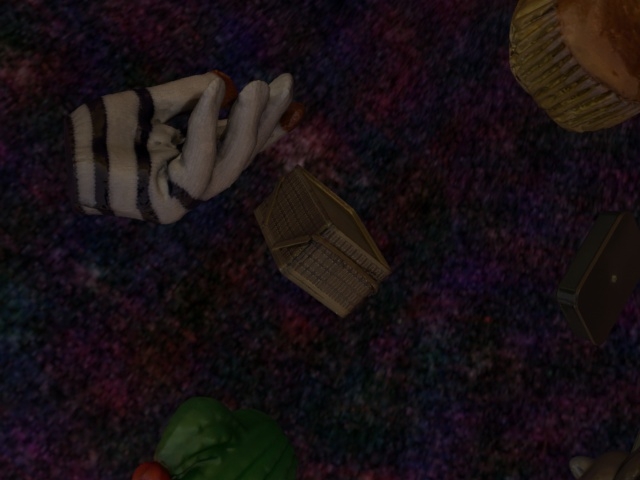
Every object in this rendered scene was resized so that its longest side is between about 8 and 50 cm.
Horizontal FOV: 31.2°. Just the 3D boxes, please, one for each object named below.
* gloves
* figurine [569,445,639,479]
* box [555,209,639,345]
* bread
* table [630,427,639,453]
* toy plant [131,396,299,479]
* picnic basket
[{"bbox_3d":[-0.120,-0.086,1.049,0.219,0.140,0.131,-5,103,-16],"label":"gloves"},{"bbox_3d":[0.325,0.187,0.739,0.248,0.203,0.380,55,142,14],"label":"figurine"},{"bbox_3d":[0.286,0.036,1.167,0.031,0.126,0.091,14,151,42],"label":"box"},{"bbox_3d":[0.320,-0.243,1.260,0.179,0.250,0.133,37,152,-11],"label":"bread"},{"bbox_3d":[0.502,0.229,1.476,0.122,0.240,0.111,34,152,-9],"label":"table"},{"bbox_3d":[-0.099,0.212,0.732,0.088,0.240,0.154,18,161,30],"label":"toy plant"},{"bbox_3d":[0.000,0.000,1.309,0.079,0.164,0.115,-44,122,11],"label":"picnic basket"}]
